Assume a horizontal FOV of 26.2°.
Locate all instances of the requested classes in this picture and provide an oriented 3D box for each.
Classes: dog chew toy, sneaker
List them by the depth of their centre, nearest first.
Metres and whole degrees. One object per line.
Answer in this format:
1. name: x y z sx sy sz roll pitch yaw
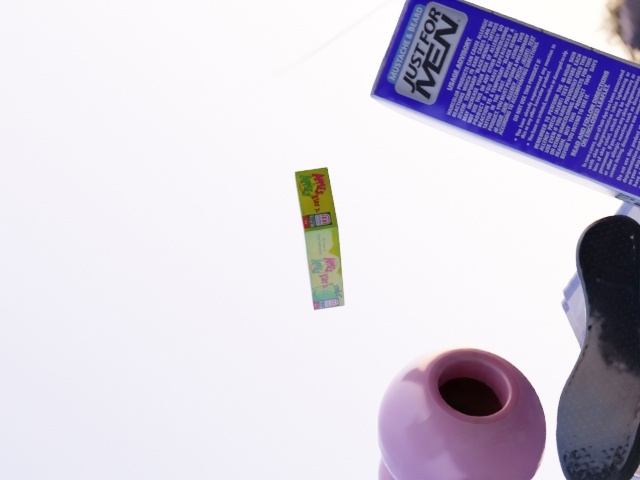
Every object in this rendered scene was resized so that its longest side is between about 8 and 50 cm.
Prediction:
1. sneaker: 0.286 0.123 1.246 0.145 0.090 0.270 42 -133 -44
2. dog chew toy: 0.162 0.285 1.720 0.332 0.207 0.206 99 166 -45

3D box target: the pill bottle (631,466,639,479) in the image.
1. pill bottle: 0.534 0.295 1.769 0.363 0.210 0.210 -25 -98 -32

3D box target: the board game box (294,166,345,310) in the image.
1. board game box: 0.000 0.000 1.715 0.181 0.043 0.092 84 177 -56

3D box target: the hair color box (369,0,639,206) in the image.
1. hair color box: 0.224 -0.101 1.157 0.339 0.110 0.185 24 -175 9

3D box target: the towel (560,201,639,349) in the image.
1. towel: 0.392 0.106 1.674 0.034 0.209 0.285 4 -137 -24
